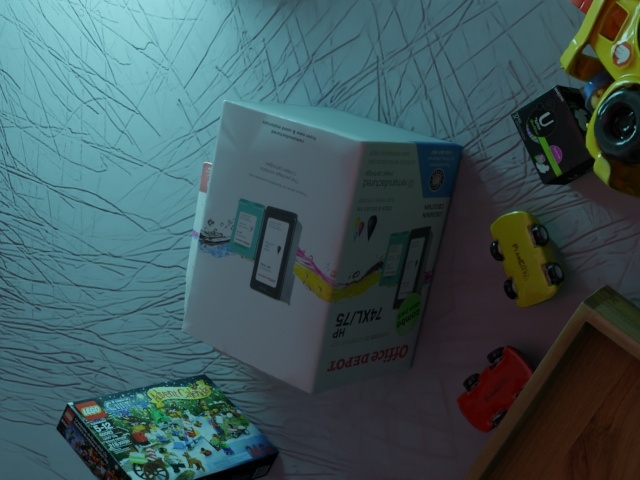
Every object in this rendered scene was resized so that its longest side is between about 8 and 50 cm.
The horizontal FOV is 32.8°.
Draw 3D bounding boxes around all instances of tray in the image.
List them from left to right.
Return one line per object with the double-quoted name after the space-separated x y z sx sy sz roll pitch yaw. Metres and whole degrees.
0.246 0.266 1.066 0.203 0.076 0.411 39 121 20 "tray"

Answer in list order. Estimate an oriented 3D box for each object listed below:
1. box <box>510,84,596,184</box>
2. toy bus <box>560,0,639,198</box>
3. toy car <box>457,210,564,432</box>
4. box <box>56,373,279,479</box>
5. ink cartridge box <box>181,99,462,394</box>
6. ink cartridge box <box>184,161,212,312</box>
0.244 -0.106 1.105 0.062 0.052 0.083 -33 71 34 "box"
0.299 -0.176 1.013 0.211 0.149 0.220 48 122 41 "toy bus"
0.260 0.102 1.102 0.225 0.053 0.239 16 102 36 "toy car"
-0.183 0.246 1.337 0.159 0.233 0.044 42 117 28 "box"
0.000 0.000 1.207 0.197 0.198 0.270 21 105 35 "ink cartridge box"
-0.100 0.009 1.367 0.115 0.067 0.198 17 101 36 "ink cartridge box"
